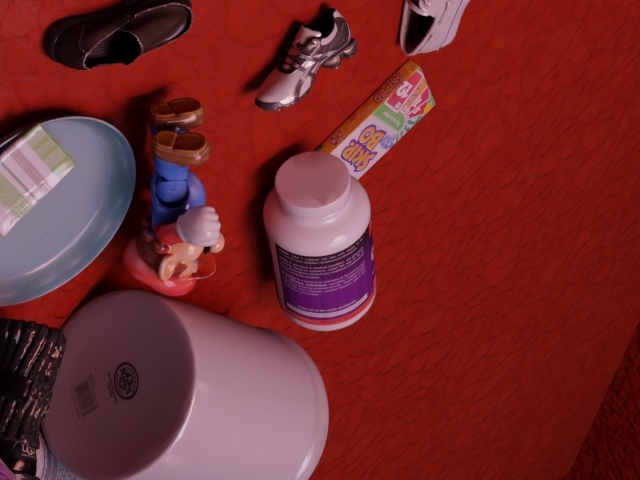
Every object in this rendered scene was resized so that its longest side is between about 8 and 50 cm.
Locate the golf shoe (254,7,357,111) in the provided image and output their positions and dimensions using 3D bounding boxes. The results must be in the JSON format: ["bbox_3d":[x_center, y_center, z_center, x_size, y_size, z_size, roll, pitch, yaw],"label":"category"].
[{"bbox_3d":[-0.034,-0.280,2.054,0.198,0.077,0.094,-44,139,-21],"label":"golf shoe"}]

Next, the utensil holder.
[{"bbox_3d":[-0.216,0.265,2.182,0.327,0.327,0.385,-52,148,6],"label":"utensil holder"}]

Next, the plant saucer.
[{"bbox_3d":[-0.399,-0.047,1.870,0.317,0.044,0.317,-32,146,-25],"label":"plant saucer"}]

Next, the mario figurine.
[{"bbox_3d":[-0.187,-0.050,1.974,0.198,0.170,0.320,-52,159,-43],"label":"mario figurine"}]

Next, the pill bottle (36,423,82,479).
[{"bbox_3d":[-0.458,0.371,2.147,0.161,0.161,0.283,-51,149,4],"label":"pill bottle"}]

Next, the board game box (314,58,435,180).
[{"bbox_3d":[0.088,-0.189,2.340,0.259,0.039,0.124,-42,148,-5],"label":"board game box"}]

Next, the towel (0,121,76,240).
[{"bbox_3d":[-0.400,-0.075,1.774,0.152,0.023,0.113,-45,150,-7],"label":"towel"}]

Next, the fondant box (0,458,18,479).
[{"bbox_3d":[-0.541,0.246,1.736,0.096,0.330,0.238,-47,150,-2],"label":"fondant box"}]

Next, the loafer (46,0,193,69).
[{"bbox_3d":[-0.251,-0.265,1.775,0.220,0.078,0.080,-27,143,-32],"label":"loafer"}]

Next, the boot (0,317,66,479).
[{"bbox_3d":[-0.520,0.252,1.949,0.131,0.348,0.260,34,55,-56],"label":"boot"}]

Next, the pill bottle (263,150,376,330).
[{"bbox_3d":[0.000,0.000,2.292,0.181,0.181,0.323,-36,147,-21],"label":"pill bottle"}]

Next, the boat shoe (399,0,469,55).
[{"bbox_3d":[0.179,-0.397,2.155,0.088,0.096,0.267,-29,160,-23],"label":"boat shoe"}]
